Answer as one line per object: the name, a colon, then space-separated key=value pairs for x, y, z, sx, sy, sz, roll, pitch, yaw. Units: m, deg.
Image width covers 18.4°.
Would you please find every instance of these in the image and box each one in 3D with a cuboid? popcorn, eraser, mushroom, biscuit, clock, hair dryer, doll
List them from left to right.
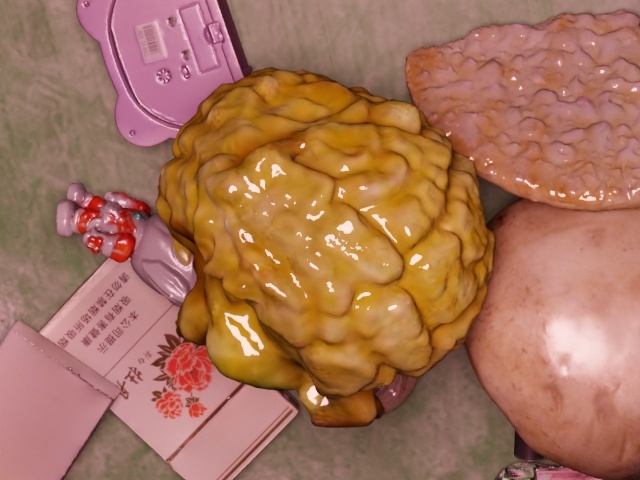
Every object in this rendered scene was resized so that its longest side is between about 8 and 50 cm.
eraser: x=-0.242 y=0.150 z=1.612 sx=0.104 sy=0.023 sz=0.150 roll=34 pitch=114 yaw=0
doll: x=-0.123 y=0.009 z=1.551 sx=0.180 sy=0.094 sz=0.079 roll=25 pitch=126 yaw=-5
clock: x=-0.118 y=-0.150 z=1.536 sx=0.110 sy=0.050 sz=0.152 roll=-17 pitch=100 yaw=8
popcorn: x=0.000 y=0.000 z=1.426 sx=0.224 sy=0.258 sz=0.270 roll=-19 pitch=82 yaw=-28
mushroom: x=0.036 y=0.101 z=1.563 sx=0.085 sy=0.079 sz=0.085 roll=0 pitch=100 yaw=2
hair dryer: x=0.198 y=0.153 z=1.589 sx=0.083 sy=0.026 sz=0.047 roll=2 pitch=103 yaw=1
biscuit: x=0.186 y=-0.101 z=1.477 sx=0.265 sy=0.188 sz=0.040 roll=23 pitch=147 yaw=23
mushroom: x=0.225 y=0.053 z=1.484 sx=0.255 sy=0.184 sz=0.254 roll=-6 pitch=61 yaw=11

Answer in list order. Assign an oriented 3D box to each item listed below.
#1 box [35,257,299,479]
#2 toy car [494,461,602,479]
box: x=-0.124 y=0.106 z=1.604 sx=0.198 sy=0.029 sz=0.109 roll=43 pitch=103 yaw=-4
toy car: x=0.207 y=0.210 z=1.586 sx=0.142 sy=0.055 sz=0.069 roll=-3 pitch=94 yaw=16
